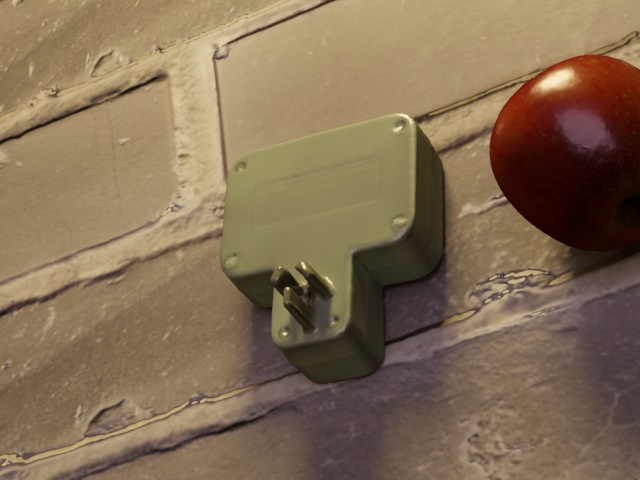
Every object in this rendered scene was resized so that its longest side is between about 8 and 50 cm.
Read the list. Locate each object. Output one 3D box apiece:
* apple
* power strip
[{"bbox_3d":[0.258,-0.081,1.411,0.181,0.181,0.168,-32,53,9],"label":"apple"},{"bbox_3d":[0.000,0.000,1.532,0.229,0.141,0.261,-12,55,23],"label":"power strip"}]
